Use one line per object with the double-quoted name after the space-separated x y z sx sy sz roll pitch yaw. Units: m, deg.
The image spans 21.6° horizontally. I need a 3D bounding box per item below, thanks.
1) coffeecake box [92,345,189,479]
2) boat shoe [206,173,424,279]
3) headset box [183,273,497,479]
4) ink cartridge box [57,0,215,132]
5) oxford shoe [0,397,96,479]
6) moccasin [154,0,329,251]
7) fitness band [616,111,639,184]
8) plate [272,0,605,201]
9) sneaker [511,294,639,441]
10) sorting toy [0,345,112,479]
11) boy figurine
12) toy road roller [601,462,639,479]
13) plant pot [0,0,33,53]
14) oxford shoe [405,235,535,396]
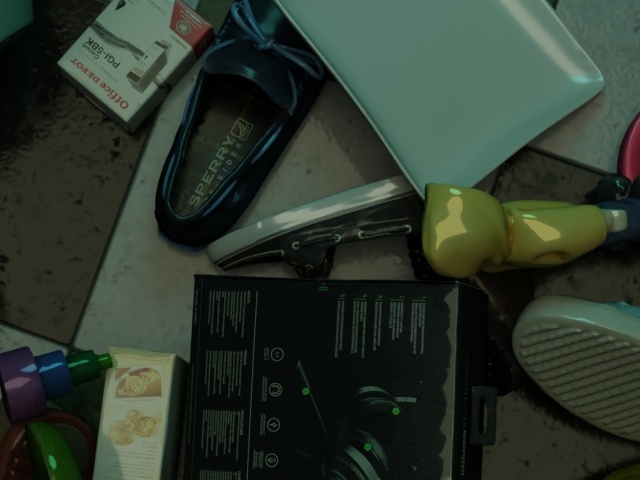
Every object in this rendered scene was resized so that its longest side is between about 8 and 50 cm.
-0.175 0.202 1.623 0.068 0.142 0.185 6 82 2 "coffeecake box"
0.000 0.000 1.676 0.228 0.080 0.076 -18 87 7 "boat shoe"
0.025 0.160 1.595 0.283 0.131 0.246 0 84 18 "headset box"
-0.189 -0.194 1.720 0.099 0.056 0.135 40 83 4 "ink cartridge box"
-0.317 0.313 1.637 0.123 0.130 0.348 20 95 -33 "oxford shoe"
-0.060 -0.148 1.684 0.137 0.117 0.342 19 82 2 "moccasin"
0.448 -0.062 1.716 0.290 0.054 0.209 2 80 -1 "fitness band"
0.116 -0.197 1.685 0.278 0.045 0.277 -36 87 -31 "plate"
0.360 0.115 1.654 0.366 0.135 0.150 21 42 -9 "sneaker"
-0.174 0.220 1.448 0.126 0.127 0.365 -16 48 -17 "sorting toy"
0.199 -0.016 1.598 0.285 0.177 0.092 -3 91 -34 "boy figurine"
0.311 0.346 1.566 0.329 0.202 0.241 -22 99 17 "toy road roller"
-0.419 -0.247 1.619 0.293 0.293 0.235 -39 98 -5 "plant pot"
0.160 0.042 1.693 0.096 0.083 0.227 -23 78 -30 "oxford shoe"
